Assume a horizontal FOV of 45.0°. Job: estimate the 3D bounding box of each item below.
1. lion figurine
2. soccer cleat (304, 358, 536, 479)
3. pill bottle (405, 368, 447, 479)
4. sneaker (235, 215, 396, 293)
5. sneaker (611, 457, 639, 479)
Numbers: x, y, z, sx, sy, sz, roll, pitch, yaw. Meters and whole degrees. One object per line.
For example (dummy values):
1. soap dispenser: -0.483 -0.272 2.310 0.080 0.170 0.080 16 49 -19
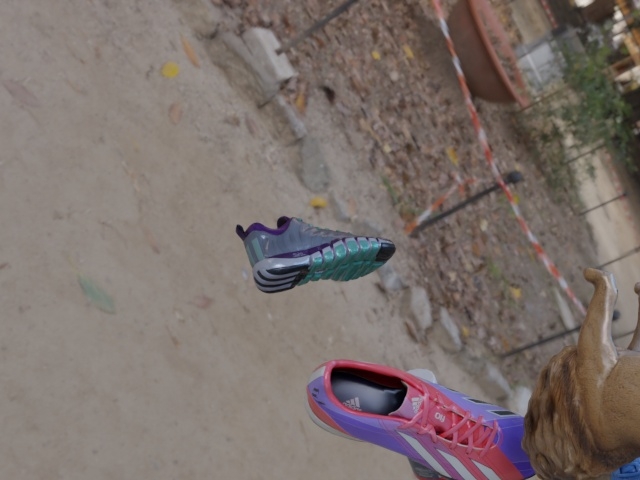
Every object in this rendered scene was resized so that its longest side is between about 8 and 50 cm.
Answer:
1. lion figurine: 0.352 0.158 0.746 0.142 0.392 0.240 14 83 -24
2. soccer cleat: 0.135 0.223 0.958 0.116 0.318 0.109 102 6 -64
3. pill bottle: 0.180 0.311 1.298 0.108 0.107 0.180 -65 137 -62
4. sneaker: 0.000 0.000 1.010 0.223 0.083 0.098 -7 58 -39
5. sneaker: 0.459 0.320 1.183 0.082 0.069 0.209 55 27 -53
